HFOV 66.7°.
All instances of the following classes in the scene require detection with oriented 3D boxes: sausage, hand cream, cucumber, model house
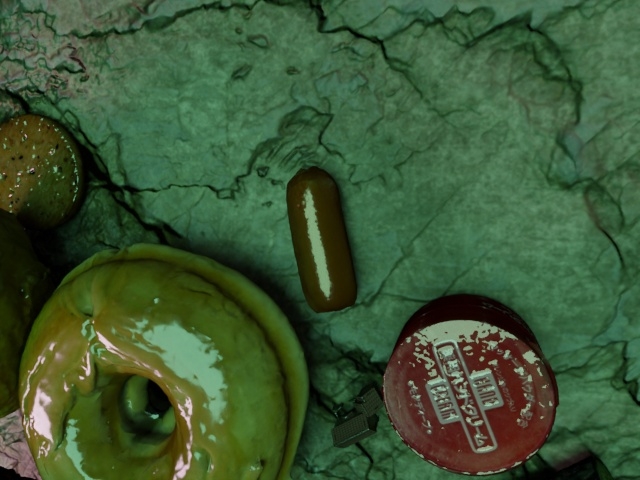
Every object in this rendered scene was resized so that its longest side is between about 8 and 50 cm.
[{"bbox_3d":[0.000,0.000,0.644,0.076,0.076,0.197,-10,95,17],"label":"sausage"},{"bbox_3d":[0.177,0.167,0.593,0.193,0.125,0.193,3,101,15],"label":"hand cream"},{"bbox_3d":[0.276,0.352,0.632,0.211,0.062,0.078,-37,110,23],"label":"cucumber"},{"bbox_3d":[0.053,0.245,0.676,0.083,0.058,0.057,-32,89,19],"label":"model house"}]

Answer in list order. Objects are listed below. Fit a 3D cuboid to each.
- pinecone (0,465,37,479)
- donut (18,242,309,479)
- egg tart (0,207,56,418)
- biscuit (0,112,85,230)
[{"bbox_3d":[-0.476,0.515,0.692,0.398,0.398,0.397,3,100,16],"label":"pinecone"},{"bbox_3d":[-0.220,0.221,0.681,0.449,0.198,0.448,3,101,14],"label":"donut"},{"bbox_3d":[-0.487,0.122,0.698,0.153,0.351,0.339,11,133,-14],"label":"egg tart"},{"bbox_3d":[-0.456,-0.108,0.782,0.188,0.027,0.187,2,98,16],"label":"biscuit"}]
